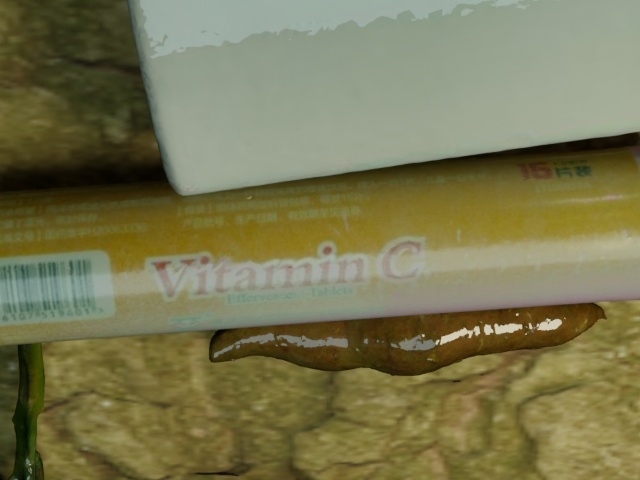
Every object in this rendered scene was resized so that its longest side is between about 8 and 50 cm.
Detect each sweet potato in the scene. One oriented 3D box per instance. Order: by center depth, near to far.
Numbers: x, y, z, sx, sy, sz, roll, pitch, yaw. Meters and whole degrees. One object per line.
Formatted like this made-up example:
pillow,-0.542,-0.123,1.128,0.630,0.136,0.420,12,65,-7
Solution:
sweet potato,0.063,0.057,0.853,0.273,0.067,0.067,-2,125,-10

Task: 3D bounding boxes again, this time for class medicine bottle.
medicine bottle,0.000,0.000,0.777,0.425,0.108,0.108,-3,125,-3

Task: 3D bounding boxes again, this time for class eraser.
eraser,0.049,-0.129,0.696,0.289,0.104,0.189,-8,128,1

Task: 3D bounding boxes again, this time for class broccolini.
broccolini,-0.204,0.122,0.900,0.057,0.071,0.254,24,122,30
